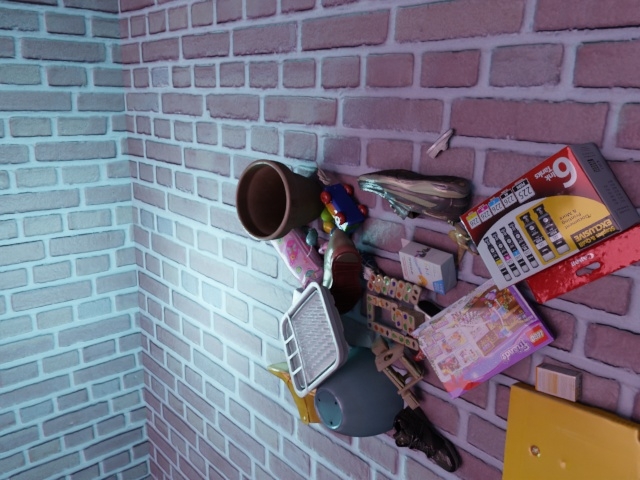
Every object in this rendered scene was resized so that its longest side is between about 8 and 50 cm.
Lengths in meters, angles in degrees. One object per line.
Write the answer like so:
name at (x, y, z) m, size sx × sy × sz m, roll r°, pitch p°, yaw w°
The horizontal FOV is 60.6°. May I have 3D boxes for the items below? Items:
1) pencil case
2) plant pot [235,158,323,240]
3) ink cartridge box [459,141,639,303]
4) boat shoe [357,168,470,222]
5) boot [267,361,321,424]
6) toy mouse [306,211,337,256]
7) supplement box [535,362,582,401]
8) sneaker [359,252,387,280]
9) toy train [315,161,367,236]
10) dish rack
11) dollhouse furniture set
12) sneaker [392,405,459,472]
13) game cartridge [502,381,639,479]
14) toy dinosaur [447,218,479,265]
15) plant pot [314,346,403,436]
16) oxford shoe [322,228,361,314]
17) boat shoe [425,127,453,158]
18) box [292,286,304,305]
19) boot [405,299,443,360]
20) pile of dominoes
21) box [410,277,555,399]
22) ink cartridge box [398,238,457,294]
pencil case at (-0.080, 0.037, 1.915) m, size 0.284 × 0.124 × 0.124 m, roll 56°, pitch 135°, yaw 25°
plant pot at (-0.113, -0.133, 1.817) m, size 0.263 × 0.229 × 0.263 m, roll 3°, pitch 95°, yaw 44°
ink cartridge box at (0.516, -0.018, 1.217) m, size 0.309 × 0.130 × 0.272 m, roll -40°, pitch 70°, yaw 45°
boat shoe at (0.239, -0.119, 1.507) m, size 0.355 × 0.132 × 0.130 m, roll 17°, pitch 113°, yaw 46°
boot at (-0.088, 0.578, 2.068) m, size 0.295 × 0.104 × 0.211 m, roll -1°, pitch 98°, yaw 45°
toy mouse at (0.000, 0.000, 1.822) m, size 0.143 × 0.031 × 0.161 m, roll -43°, pitch 62°, yaw 2°
supplement box at (0.569, 0.338, 1.311) m, size 0.098 × 0.036 × 0.062 m, roll 8°, pitch 105°, yaw 48°
sneaker at (0.151, 0.097, 1.722) m, size 0.135 × 0.052 × 0.058 m, roll 53°, pitch 137°, yaw 27°
toy train at (0.036, -0.120, 1.773) m, size 0.248 × 0.105 × 0.143 m, roll 57°, pitch 148°, yaw 23°
dish rack at (-0.016, 0.315, 1.737) m, size 0.333 × 0.072 × 0.286 m, roll -54°, pitch 45°, yaw 47°
dollhouse furniture set at (0.255, 0.386, 1.680) m, size 0.101 × 0.161 × 0.182 m, roll -37°, pitch 108°, yaw 9°
sneaker at (0.298, 0.602, 1.616) m, size 0.227 × 0.130 × 0.087 m, roll 49°, pitch 133°, yaw 27°
game cartridge at (0.587, 0.519, 1.286) m, size 0.323 × 0.052 × 0.286 m, roll 11°, pitch 99°, yaw 50°
toy dinosaur at (0.378, 0.004, 1.436) m, size 0.092 × 0.053 × 0.183 m, roll 17°, pitch 144°, yaw 35°
plant pot at (0.095, 0.511, 1.773) m, size 0.290 × 0.195 × 0.290 m, roll 14°, pitch 109°, yaw 47°
oxford shoe at (0.066, 0.110, 1.769) m, size 0.348 × 0.122 × 0.130 m, roll 100°, pitch 162°, yaw -45°
boat shoe at (0.323, -0.255, 1.457) m, size 0.035 × 0.035 × 0.100 m, roll 42°, pitch 129°, yaw -1°
box at (-0.032, 0.272, 1.929) m, size 0.114 × 0.103 × 0.203 m, roll 29°, pitch 120°, yaw 41°
boot at (0.340, 0.303, 1.535) m, size 0.244 × 0.088 × 0.176 m, roll 41°, pitch 131°, yaw 40°
pile of dominoes at (0.202, 0.205, 1.608) m, size 0.251 × 0.040 × 0.196 m, roll 15°, pitch 112°, yaw 55°
box at (0.401, 0.238, 1.377) m, size 0.293 × 0.057 × 0.201 m, roll -38°, pitch 68°, yaw 20°
ink cartridge box at (0.284, 0.070, 1.528) m, size 0.181 × 0.061 × 0.104 m, roll 21°, pitch 137°, yaw 45°
